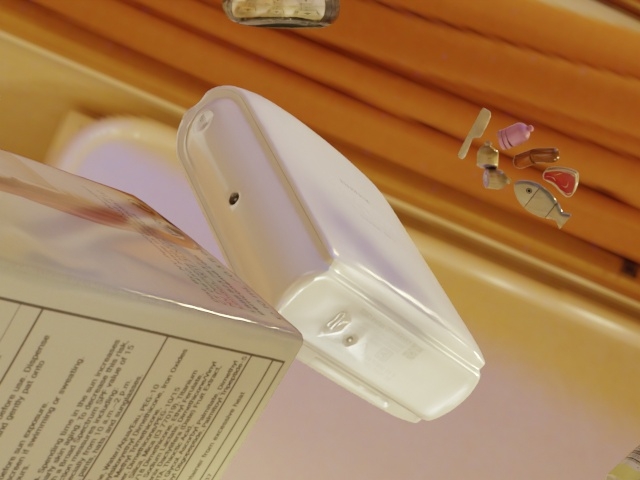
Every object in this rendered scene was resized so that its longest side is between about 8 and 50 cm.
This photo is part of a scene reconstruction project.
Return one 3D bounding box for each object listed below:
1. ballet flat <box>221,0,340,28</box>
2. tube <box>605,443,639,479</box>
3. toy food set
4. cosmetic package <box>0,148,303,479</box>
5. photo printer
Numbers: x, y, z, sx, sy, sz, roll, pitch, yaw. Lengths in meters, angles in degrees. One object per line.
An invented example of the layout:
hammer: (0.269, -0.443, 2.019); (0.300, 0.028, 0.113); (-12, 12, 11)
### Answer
ballet flat: (-0.016, -0.135, 0.720); (0.173, 0.057, 0.049); (-78, 174, -70)
tube: (0.355, 0.154, 1.264); (0.240, 0.070, 0.062); (-39, 176, -14)
toy food set: (0.190, -0.069, 1.357); (0.078, 0.122, 0.019); (-64, 169, 27)
cosmetic package: (-0.157, 0.042, 0.533); (0.153, 0.129, 0.296); (-56, 150, 7)
photo printer: (0.000, 0.000, 1.324); (0.107, 0.256, 0.307); (-43, -137, 13)
